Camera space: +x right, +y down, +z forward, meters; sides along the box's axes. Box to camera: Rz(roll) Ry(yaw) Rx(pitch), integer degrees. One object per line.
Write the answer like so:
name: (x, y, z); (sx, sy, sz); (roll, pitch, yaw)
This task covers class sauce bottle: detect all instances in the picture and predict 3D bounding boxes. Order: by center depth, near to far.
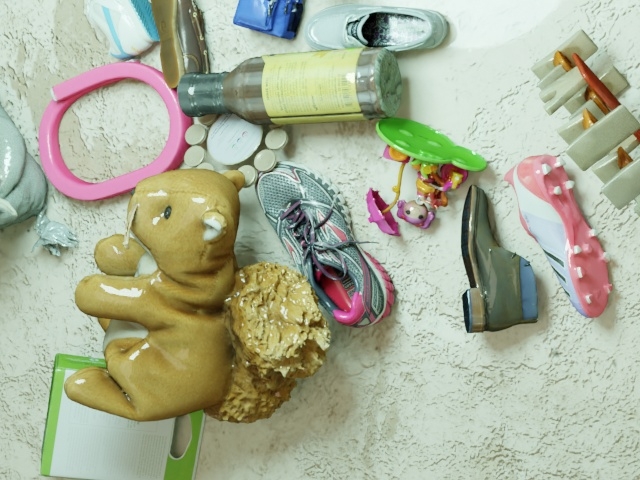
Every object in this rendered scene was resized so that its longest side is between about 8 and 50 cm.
sauce bottle: (-0.053, -0.229, 1.896); (0.344, 0.111, 0.111); (1, 96, 23)

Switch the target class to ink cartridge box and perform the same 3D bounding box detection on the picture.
ink cartridge box: (-0.329, 0.304, 2.111); (0.255, 0.097, 0.188); (8, 100, -13)

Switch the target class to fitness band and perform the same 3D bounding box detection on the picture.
fitness band: (-0.345, -0.181, 2.081); (0.291, 0.054, 0.209); (-17, 89, 24)

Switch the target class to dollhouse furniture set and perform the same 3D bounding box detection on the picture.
dollhouse furniture set: (0.419, -0.148, 1.678); (0.135, 0.262, 0.259); (-39, 114, 19)

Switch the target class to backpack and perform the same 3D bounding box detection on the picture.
backpack: (-0.075, -0.377, 1.925); (0.098, 0.101, 0.120); (18, 98, 13)

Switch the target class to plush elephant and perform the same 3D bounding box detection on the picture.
plush elephant: (-0.590, -0.062, 2.073); (0.330, 0.255, 0.272); (45, 121, 7)

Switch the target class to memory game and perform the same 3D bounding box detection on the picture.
memory game: (-0.133, -0.160, 1.978); (0.186, 0.012, 0.186); (-9, 66, 22)

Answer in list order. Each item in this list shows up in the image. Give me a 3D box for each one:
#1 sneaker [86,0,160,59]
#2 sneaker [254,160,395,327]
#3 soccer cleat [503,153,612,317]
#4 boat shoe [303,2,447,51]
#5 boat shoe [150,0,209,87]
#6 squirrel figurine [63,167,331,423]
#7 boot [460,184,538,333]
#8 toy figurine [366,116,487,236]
sneaker: (-0.345, -0.404, 2.041); (0.092, 0.087, 0.228); (-29, 82, 24)
sneaker: (0.000, 0.000, 1.923); (0.121, 0.112, 0.299); (-44, 75, 22)
soccer cleat: (0.342, -0.004, 1.812); (0.095, 0.083, 0.248); (-19, 93, 52)
boat shoe: (0.072, -0.318, 1.878); (0.228, 0.081, 0.079); (2, 96, 22)
boat shoe: (-0.222, -0.346, 2.007); (0.073, 0.073, 0.207); (4, 102, 53)
squirrel figurine: (-0.164, 0.082, 1.914); (0.397, 0.281, 0.370); (21, 112, 2)
boot: (0.263, 0.027, 1.855); (0.106, 0.082, 0.219); (0, 86, -3)
toy figurine: (0.139, -0.076, 1.876); (0.173, 0.130, 0.159); (20, 117, 0)
